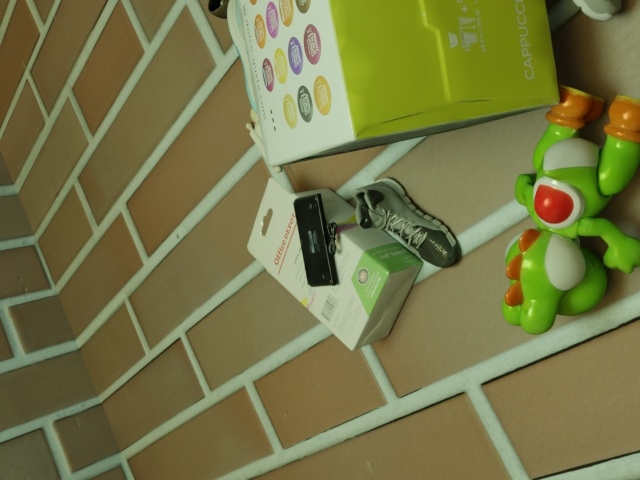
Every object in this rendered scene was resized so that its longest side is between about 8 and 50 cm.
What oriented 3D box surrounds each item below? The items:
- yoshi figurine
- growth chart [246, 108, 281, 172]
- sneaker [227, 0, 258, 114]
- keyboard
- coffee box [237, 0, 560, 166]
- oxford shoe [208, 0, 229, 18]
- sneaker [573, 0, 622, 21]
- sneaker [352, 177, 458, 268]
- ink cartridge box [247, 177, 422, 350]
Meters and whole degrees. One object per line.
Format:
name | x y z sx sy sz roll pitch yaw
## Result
yoshi figurine | 0.384 -0.033 1.020 0.203 0.203 0.362 17 101 -1
growth chart | -0.078 -0.264 1.497 0.237 0.021 0.172 -39 72 44
sneaker | -0.066 -0.416 1.388 0.208 0.127 0.318 -27 72 32
keyboard | 0.000 0.000 1.317 0.108 0.023 0.180 -8 94 50
coffee box | 0.096 -0.316 1.011 0.334 0.338 0.337 -179 77 -67
oxford shoe | -0.186 -0.585 1.470 0.083 0.096 0.227 45 127 31
sneaker | 0.383 -0.444 0.920 0.115 0.105 0.281 -4 97 46
sneaker | 0.139 -0.021 1.259 0.228 0.132 0.086 47 129 27
ink cartridge box | 0.016 0.031 1.407 0.353 0.119 0.207 41 125 30
